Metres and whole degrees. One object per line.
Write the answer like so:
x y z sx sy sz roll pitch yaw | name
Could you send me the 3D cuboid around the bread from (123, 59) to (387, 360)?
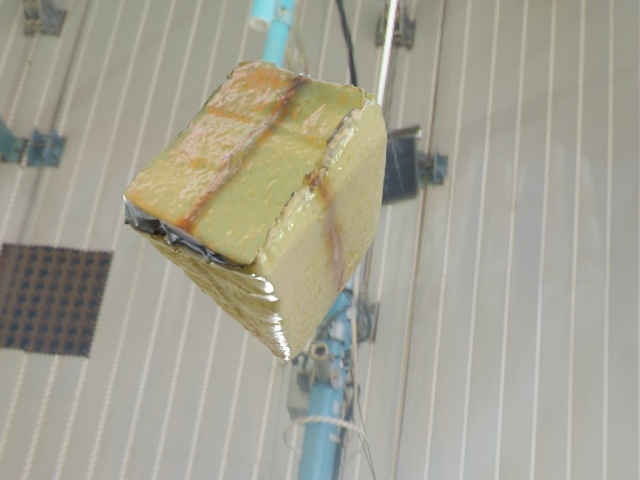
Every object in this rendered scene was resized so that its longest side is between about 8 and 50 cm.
0.001 0.002 0.855 0.163 0.264 0.167 21 -109 43 | bread
